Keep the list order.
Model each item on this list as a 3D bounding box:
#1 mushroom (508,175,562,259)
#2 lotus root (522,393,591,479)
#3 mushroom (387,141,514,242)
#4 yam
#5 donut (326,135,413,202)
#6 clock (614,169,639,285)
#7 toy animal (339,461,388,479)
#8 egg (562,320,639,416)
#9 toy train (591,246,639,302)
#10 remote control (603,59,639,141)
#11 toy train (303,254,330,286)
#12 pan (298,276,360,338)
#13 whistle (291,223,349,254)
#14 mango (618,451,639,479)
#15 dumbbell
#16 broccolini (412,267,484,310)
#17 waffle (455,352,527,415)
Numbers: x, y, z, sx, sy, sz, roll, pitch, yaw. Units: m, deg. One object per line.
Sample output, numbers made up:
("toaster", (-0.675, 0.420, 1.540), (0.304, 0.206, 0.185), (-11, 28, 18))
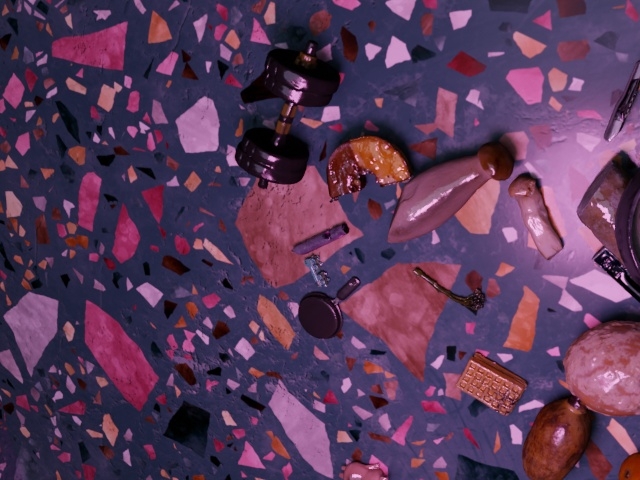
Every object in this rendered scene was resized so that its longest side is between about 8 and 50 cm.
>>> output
("mushroom", (0.475, -0.047, 1.646), (0.059, 0.054, 0.202), (-20, 101, 31))
("lotus root", (0.547, 0.451, 1.716), (0.129, 0.145, 0.260), (21, 118, 14))
("mushroom", (0.275, -0.106, 1.689), (0.350, 0.128, 0.128), (-33, 89, 31))
("yam", (0.650, 0.000, 1.525), (0.133, 0.133, 0.330), (-40, 89, 33))
("donut", (0.117, -0.181, 1.778), (0.217, 0.085, 0.141), (-8, 102, 30))
("clock", (0.732, -0.024, 1.419), (0.326, 0.067, 0.324), (0, 95, 4))
("toy animal", (0.120, 0.662, 2.063), (0.150, 0.089, 0.083), (13, 116, 35))
("egg", (0.639, 0.270, 1.576), (0.245, 0.203, 0.203), (-9, 102, 25))
("toy train", (0.670, 0.094, 1.585), (0.207, 0.047, 0.043), (44, 126, 8))
("remote control", (0.605, -0.278, 1.485), (0.029, 0.065, 0.166), (24, 117, 22))
("toy train", (-0.010, 0.082, 1.972), (0.045, 0.029, 0.092), (-18, 98, 40))
("pan", (0.024, 0.174, 1.982), (0.136, 0.028, 0.235), (47, 122, 7))
("whistle", (0.000, 0.000, 1.935), (0.177, 0.033, 0.033), (-26, 93, 32))
("mango", (0.764, 0.536, 1.621), (0.221, 0.152, 0.120), (15, 94, 27))
("dumbbell", (-0.082, -0.294, 1.792), (0.185, 0.185, 0.388), (31, 119, 17))
("broccolini", (0.307, 0.124, 1.803), (0.194, 0.054, 0.052), (22, 135, 23))
("waffle", (0.414, 0.350, 1.817), (0.148, 0.042, 0.102), (30, 119, 16))
